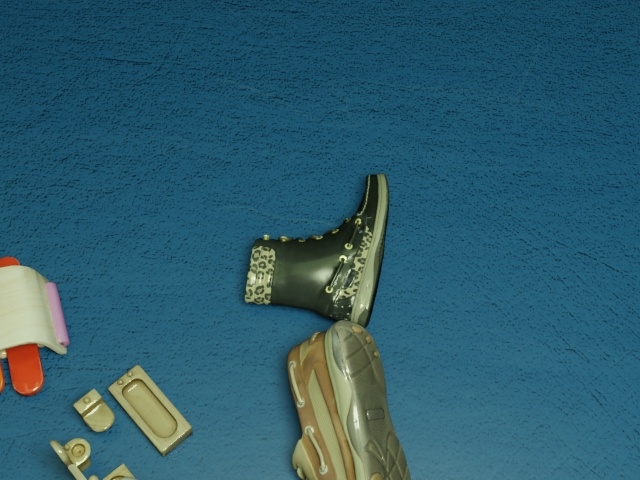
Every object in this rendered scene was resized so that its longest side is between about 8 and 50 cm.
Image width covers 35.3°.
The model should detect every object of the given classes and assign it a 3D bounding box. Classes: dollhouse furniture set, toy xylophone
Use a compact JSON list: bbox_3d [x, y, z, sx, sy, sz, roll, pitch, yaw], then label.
[{"bbox_3d":[-0.248,0.236,1.240,0.151,0.123,0.144,-38,70,-19],"label":"dollhouse furniture set"},{"bbox_3d":[-0.502,0.103,1.327,0.323,0.081,0.236,-9,63,-6],"label":"toy xylophone"}]

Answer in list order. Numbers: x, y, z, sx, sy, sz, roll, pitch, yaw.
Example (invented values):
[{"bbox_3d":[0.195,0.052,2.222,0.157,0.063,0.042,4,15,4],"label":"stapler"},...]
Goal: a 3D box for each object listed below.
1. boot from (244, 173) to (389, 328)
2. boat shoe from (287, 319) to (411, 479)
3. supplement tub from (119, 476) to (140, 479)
[{"bbox_3d":[0.000,0.000,1.394,0.178,0.085,0.236,8,63,5],"label":"boot"},{"bbox_3d":[0.031,0.267,1.251,0.116,0.123,0.324,-19,69,26],"label":"boat shoe"},{"bbox_3d":[-0.133,0.397,1.121,0.272,0.191,0.191,22,64,10],"label":"supplement tub"}]
